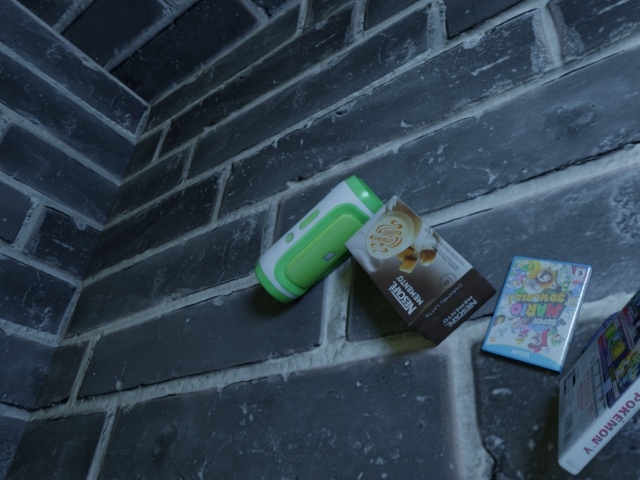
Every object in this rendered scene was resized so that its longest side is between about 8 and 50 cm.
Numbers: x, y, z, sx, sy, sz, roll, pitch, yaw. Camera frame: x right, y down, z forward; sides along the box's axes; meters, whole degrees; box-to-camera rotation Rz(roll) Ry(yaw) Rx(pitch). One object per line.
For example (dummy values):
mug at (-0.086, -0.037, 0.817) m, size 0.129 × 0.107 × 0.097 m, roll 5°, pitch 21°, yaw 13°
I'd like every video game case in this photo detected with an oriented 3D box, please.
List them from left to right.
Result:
video game case at (0.328, 0.106, 0.762) m, size 0.119 × 0.015 × 0.166 m, roll 9°, pitch 68°, yaw 46°
video game case at (0.323, 0.135, 0.544) m, size 0.023 × 0.201 × 0.183 m, roll 35°, pitch 113°, yaw 17°

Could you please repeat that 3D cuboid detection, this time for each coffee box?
coffee box at (0.168, 0.046, 0.895) m, size 0.141 × 0.098 × 0.246 m, roll -45°, pitch 40°, yaw 9°

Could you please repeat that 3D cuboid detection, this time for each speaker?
speaker at (0.000, 0.000, 1.067) m, size 0.296 × 0.131 × 0.131 m, roll -42°, pitch 40°, yaw 12°

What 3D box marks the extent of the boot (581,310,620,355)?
boot at (0.422, 0.100, 0.632) m, size 0.190 × 0.069 × 0.086 m, roll -51°, pitch 36°, yaw 6°
